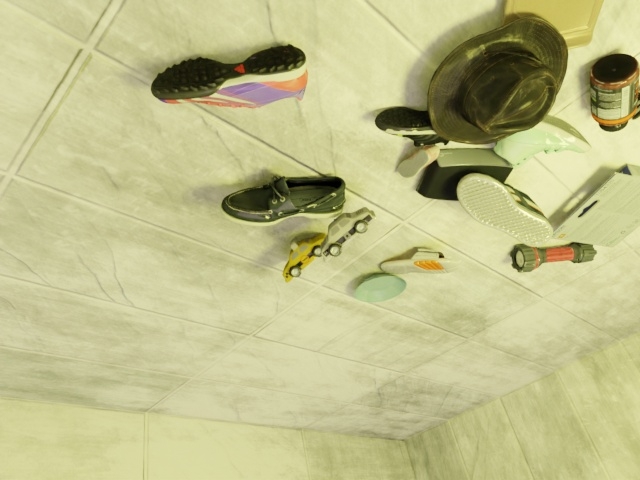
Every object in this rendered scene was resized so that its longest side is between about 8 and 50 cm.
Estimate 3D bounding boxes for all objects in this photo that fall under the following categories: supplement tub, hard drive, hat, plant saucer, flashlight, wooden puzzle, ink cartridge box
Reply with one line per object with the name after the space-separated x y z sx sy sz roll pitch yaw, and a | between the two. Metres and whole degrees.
0.733 -0.360 1.269 0.106 0.106 0.198 -24 143 14 | supplement tub
0.416 -0.182 1.444 0.255 0.054 0.172 -2 142 -15 | hard drive
0.414 -0.309 1.121 0.332 0.133 0.331 -8 137 -8 | hat
0.214 0.164 1.838 0.195 0.037 0.195 -7 147 -4 | plant saucer
0.852 0.055 1.851 0.304 0.103 0.103 -5 139 -10 | flashlight
0.487 -0.507 1.059 0.221 0.044 0.238 -12 139 -1 | wooden puzzle
0.970 -0.112 1.699 0.331 0.071 0.324 8 139 -21 | ink cartridge box

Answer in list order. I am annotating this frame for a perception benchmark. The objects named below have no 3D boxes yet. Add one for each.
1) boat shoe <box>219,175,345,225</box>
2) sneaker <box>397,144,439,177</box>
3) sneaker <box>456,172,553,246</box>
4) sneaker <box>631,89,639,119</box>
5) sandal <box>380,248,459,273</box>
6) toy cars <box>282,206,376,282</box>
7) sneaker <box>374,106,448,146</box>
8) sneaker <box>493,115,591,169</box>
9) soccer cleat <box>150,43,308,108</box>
-0.086 -0.117 1.312 0.340 0.127 0.113 -1 140 -19 | boat shoe
0.267 -0.214 1.357 0.070 0.051 0.134 -35 180 -31 | sneaker
0.510 -0.101 1.448 0.321 0.127 0.126 32 120 -17 | sneaker
0.915 -0.399 1.306 0.132 0.086 0.228 0 151 -25 | sneaker
0.335 0.063 1.730 0.266 0.076 0.102 -2 152 21 | sandal
0.000 0.000 1.462 0.087 0.176 0.394 46 141 -10 | toy cars
0.241 -0.265 1.256 0.235 0.084 0.097 -1 143 -16 | sneaker
0.589 -0.254 1.369 0.256 0.094 0.151 14 130 -18 | sneaker
-0.181 -0.314 1.048 0.319 0.108 0.116 -13 147 -5 | soccer cleat
